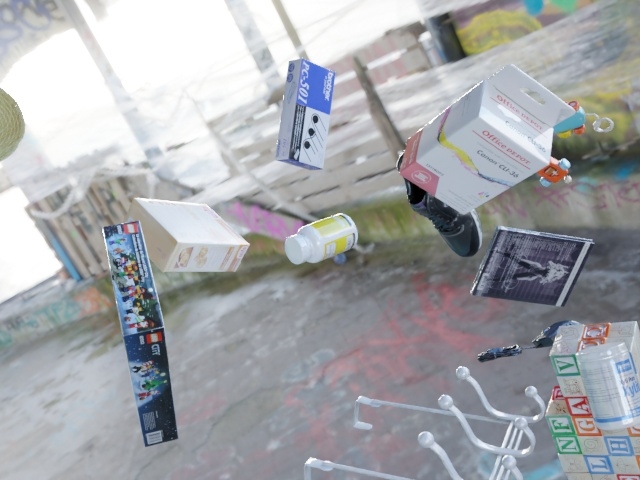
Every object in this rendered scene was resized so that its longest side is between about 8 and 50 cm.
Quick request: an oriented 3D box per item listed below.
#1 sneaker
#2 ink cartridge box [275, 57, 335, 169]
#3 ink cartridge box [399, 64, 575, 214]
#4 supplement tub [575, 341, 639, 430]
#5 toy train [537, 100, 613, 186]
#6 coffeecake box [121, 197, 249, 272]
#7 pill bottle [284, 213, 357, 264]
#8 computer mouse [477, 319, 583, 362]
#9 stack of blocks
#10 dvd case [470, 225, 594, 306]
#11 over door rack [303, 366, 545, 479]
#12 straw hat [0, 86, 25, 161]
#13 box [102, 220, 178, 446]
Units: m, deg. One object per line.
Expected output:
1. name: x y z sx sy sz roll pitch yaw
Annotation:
1. sneaker: 0.239 -0.073 1.636 0.107 0.283 0.124 -12 20 49
2. ink cartridge box: -0.030 -0.254 1.565 0.097 0.206 0.046 13 -7 -42
3. ink cartridge box: 0.205 -0.120 0.960 0.198 0.115 0.067 -37 30 51
4. supplement tub: 0.395 0.197 1.048 0.071 0.107 0.071 -15 -5 -1
5. toy train: 0.400 -0.169 1.288 0.166 0.125 0.046 -54 19 43
6. coffeecake box: -0.247 -0.008 1.419 0.186 0.142 0.068 3 -58 -54
7. pill bottle: 0.000 0.000 1.280 0.116 0.065 0.065 -20 9 -37
8. computer mouse: 0.404 0.190 1.474 0.242 0.041 0.071 -10 -9 -23
9. stack of blocks: 0.477 0.286 1.304 0.171 0.297 0.087 -9 25 33
10. dvd case: 0.439 0.056 1.603 0.222 0.164 0.018 8 29 -14
11. over door rack: 0.152 0.283 1.152 0.325 0.108 0.239 -8 11 26
12. straw hat: -0.435 -0.130 0.930 0.144 0.144 0.061 -41 -6 -37
13. box: -0.210 0.114 0.908 0.044 0.233 0.159 -10 49 -15
